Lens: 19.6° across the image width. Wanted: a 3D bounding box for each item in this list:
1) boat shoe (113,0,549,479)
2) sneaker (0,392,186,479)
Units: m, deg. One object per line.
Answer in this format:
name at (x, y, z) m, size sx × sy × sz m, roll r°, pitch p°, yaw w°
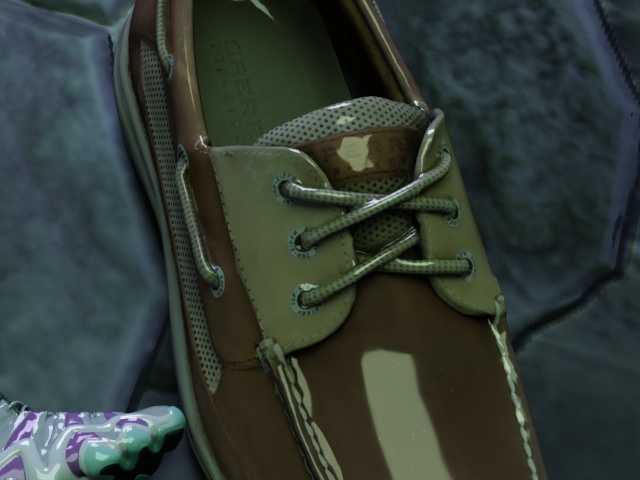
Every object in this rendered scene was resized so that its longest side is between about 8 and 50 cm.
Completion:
boat shoe at (0.000, 0.000, 0.678) m, size 0.123 × 0.116 × 0.324 m, roll -14°, pitch 59°, yaw -21°
sneaker at (-0.102, 0.065, 0.658) m, size 0.098 × 0.038 × 0.069 m, roll -24°, pitch 63°, yaw -27°
